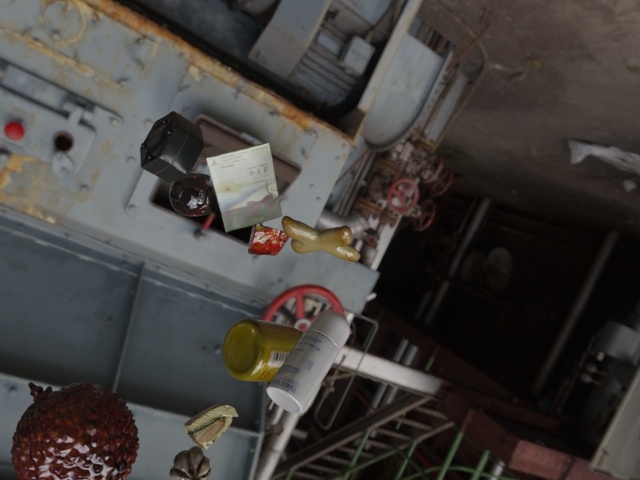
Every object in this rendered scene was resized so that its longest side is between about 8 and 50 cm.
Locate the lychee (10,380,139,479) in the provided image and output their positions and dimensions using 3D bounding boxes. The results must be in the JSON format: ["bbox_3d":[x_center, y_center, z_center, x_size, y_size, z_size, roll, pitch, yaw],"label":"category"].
[{"bbox_3d":[-0.887,0.702,2.054,0.500,0.424,0.424,49,-179,-2],"label":"lychee"}]

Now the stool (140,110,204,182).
[{"bbox_3d":[-0.521,-0.326,2.003,0.141,0.232,0.232,31,178,-38],"label":"stool"}]

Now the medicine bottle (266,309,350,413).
[{"bbox_3d":[-0.024,0.360,1.779,0.130,0.341,0.130,23,143,18],"label":"medicine bottle"}]

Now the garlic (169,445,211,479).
[{"bbox_3d":[-0.422,0.753,1.857,0.127,0.131,0.194,54,178,-10],"label":"garlic"}]

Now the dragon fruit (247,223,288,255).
[{"bbox_3d":[-0.191,0.005,2.193,0.161,0.126,0.274,9,180,-10],"label":"dragon fruit"}]

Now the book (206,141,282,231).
[{"bbox_3d":[-0.234,-0.164,1.810,0.201,0.289,0.026,-15,-140,-7],"label":"book"}]

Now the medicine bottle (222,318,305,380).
[{"bbox_3d":[-0.165,0.425,2.181,0.224,0.224,0.384,27,-174,41],"label":"medicine bottle"}]

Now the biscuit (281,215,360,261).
[{"bbox_3d":[0.000,0.001,1.611,0.207,0.047,0.164,8,147,22],"label":"biscuit"}]

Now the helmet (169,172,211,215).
[{"bbox_3d":[-0.560,-0.198,2.503,0.193,0.189,0.216,-6,-168,-38],"label":"helmet"}]

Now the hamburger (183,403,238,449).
[{"bbox_3d":[-0.468,0.757,2.418,0.135,0.207,0.155,56,155,-16],"label":"hamburger"}]
